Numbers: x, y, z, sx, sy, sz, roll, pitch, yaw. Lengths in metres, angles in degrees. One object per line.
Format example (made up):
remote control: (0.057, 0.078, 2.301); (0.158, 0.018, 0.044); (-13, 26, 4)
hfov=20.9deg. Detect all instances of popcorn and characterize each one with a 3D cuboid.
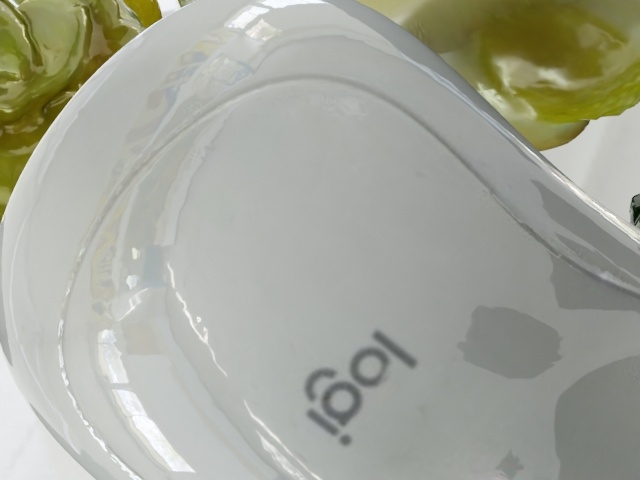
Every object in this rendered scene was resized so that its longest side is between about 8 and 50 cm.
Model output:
popcorn: (-0.223, -0.078, 1.079); (0.241, 0.235, 0.250); (36, -120, 11)

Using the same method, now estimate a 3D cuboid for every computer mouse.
computer mouse: (0.041, 0.049, 0.545); (0.297, 0.121, 0.184); (42, -86, -16)

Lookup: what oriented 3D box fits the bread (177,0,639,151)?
bread: (0.065, -0.192, 0.695); (0.160, 0.333, 0.333); (23, -105, -49)

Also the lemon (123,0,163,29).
lemon: (-0.219, -0.176, 1.382); (0.178, 0.178, 0.203); (-31, -91, -32)

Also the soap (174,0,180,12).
soap: (0.017, -0.150, 1.368); (0.156, 0.446, 0.261); (-40, -93, -13)

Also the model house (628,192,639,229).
model house: (0.108, 0.167, 0.944); (0.445, 0.399, 0.395); (-78, -24, -68)
